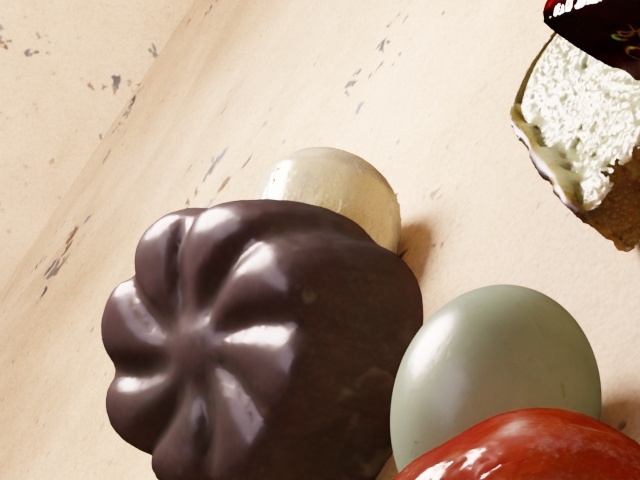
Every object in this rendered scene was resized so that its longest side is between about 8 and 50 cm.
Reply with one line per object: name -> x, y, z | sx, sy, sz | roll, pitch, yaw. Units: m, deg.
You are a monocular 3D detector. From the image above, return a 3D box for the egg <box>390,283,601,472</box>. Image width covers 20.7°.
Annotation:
egg -> 0.125, 0.123, 1.257 | 0.149, 0.149, 0.192 | -27, 42, 54

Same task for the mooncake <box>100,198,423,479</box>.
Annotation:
mooncake -> -0.060, 0.102, 1.553 | 0.306, 0.154, 0.306 | -10, 76, 45

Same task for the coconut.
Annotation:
coconut -> 0.000, 0.001, 1.728 | 0.161, 0.161, 0.162 | -24, 40, 56

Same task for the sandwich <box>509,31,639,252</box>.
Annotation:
sandwich -> 0.270, -0.140, 1.407 | 0.251, 0.087, 0.226 | -52, 30, 13

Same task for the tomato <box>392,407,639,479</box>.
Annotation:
tomato -> 0.128, 0.205, 1.070 | 0.232, 0.188, 0.232 | -44, 26, 27

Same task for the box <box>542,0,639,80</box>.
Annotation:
box -> 0.322, -0.322, 1.214 | 0.415, 0.115, 0.264 | -67, 16, -8
